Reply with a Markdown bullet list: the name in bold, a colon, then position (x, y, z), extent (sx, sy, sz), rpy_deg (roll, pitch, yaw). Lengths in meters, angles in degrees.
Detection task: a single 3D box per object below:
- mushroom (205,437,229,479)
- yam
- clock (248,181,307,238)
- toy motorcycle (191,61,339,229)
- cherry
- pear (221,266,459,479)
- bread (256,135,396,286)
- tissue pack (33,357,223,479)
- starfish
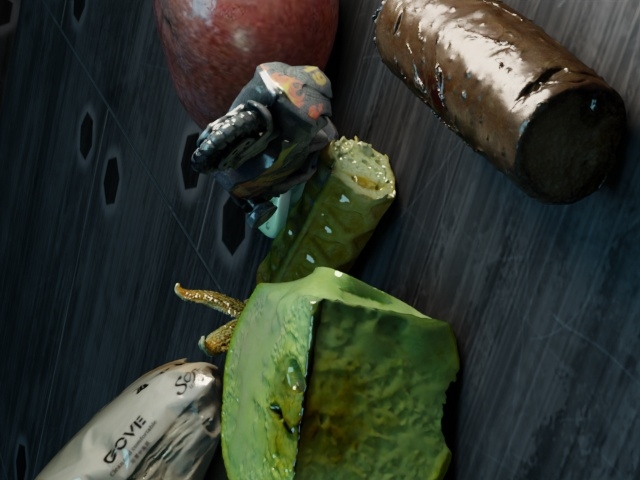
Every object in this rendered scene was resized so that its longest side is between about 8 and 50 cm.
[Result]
- **mushroom**: position (-0.120, 0.355, 1.703), extent (0.116, 0.093, 0.225), rpy_deg (95, -172, -76)
- **yam**: position (0.158, -0.144, 1.158), extent (0.279, 0.131, 0.131), rpy_deg (51, 132, 51)
- **clock**: position (-0.051, -0.074, 1.659), extent (0.101, 0.041, 0.135), rpy_deg (45, 126, 57)
- **toy motorcycle**: position (-0.052, -0.111, 1.427), extent (0.108, 0.173, 0.307), rpy_deg (47, -179, 10)
- **cherry**: position (-0.092, -0.262, 1.573), extent (0.261, 0.221, 0.307), rpy_deg (-123, 35, -65)
- **pear**: position (0.007, 0.174, 1.371), extent (0.282, 0.176, 0.286), rpy_deg (-177, 95, -66)
- **bread**: position (-0.001, -0.001, 1.498), extent (0.087, 0.098, 0.269), rpy_deg (-51, -6, -48)
- **tissue pack**: position (-0.261, 0.325, 1.724), extent (0.375, 0.195, 0.390), rpy_deg (-52, 3, -15)
- **starfish**: position (-0.083, 0.124, 1.549), extent (0.053, 0.208, 0.175), rpy_deg (-38, 61, 26)
